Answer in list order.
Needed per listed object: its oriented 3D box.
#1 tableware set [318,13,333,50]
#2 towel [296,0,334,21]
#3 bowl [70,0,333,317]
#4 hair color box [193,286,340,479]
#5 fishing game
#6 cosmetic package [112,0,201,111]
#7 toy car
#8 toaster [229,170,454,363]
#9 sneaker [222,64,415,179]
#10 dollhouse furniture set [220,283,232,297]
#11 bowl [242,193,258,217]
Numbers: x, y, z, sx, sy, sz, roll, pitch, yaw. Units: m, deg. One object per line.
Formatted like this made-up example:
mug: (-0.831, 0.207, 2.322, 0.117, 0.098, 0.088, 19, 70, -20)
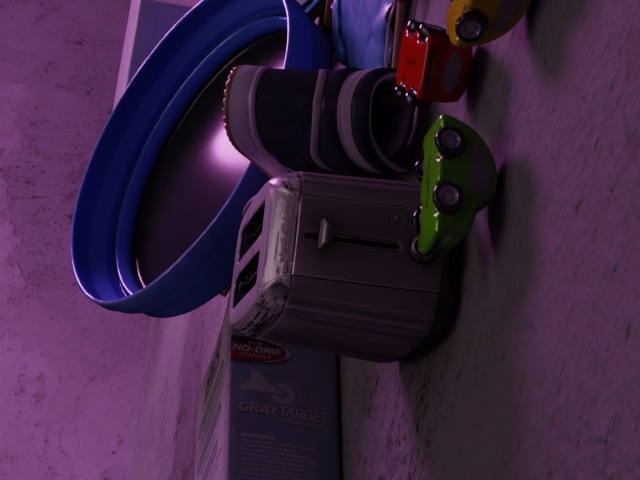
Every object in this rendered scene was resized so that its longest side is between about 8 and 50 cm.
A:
tableware set: (0.002, -0.275, 1.903, 0.104, 0.024, 0.154, 110, 164, -47)
towel: (-0.009, -0.372, 1.840, 0.370, 0.040, 0.272, 151, 127, -64)
bowl: (-0.128, -0.095, 1.729, 0.391, 0.077, 0.391, -38, 37, 35)
hair color box: (-0.055, 0.249, 1.536, 0.185, 0.113, 0.375, 111, 164, -46)
fishing game: (0.051, -0.231, 1.573, 0.264, 0.041, 0.189, -127, 39, -66)
cosmetic package: (-0.147, -0.202, 2.082, 0.138, 0.224, 0.224, -108, 28, -67)
toy car: (0.102, -0.094, 1.156, 0.239, 0.053, 0.225, 123, 154, -67)
toaster: (0.013, 0.023, 1.269, 0.227, 0.146, 0.129, 136, 142, -73)
sneaker: (0.030, -0.093, 1.467, 0.282, 0.153, 0.099, 26, -112, -69)
dollhouse furniture set: (-0.035, -0.018, 1.807, 0.161, 0.101, 0.182, -58, -2, -25)
bowl: (0.000, 0.000, 1.451, 0.053, 0.142, 0.142, -46, 4, -15)
